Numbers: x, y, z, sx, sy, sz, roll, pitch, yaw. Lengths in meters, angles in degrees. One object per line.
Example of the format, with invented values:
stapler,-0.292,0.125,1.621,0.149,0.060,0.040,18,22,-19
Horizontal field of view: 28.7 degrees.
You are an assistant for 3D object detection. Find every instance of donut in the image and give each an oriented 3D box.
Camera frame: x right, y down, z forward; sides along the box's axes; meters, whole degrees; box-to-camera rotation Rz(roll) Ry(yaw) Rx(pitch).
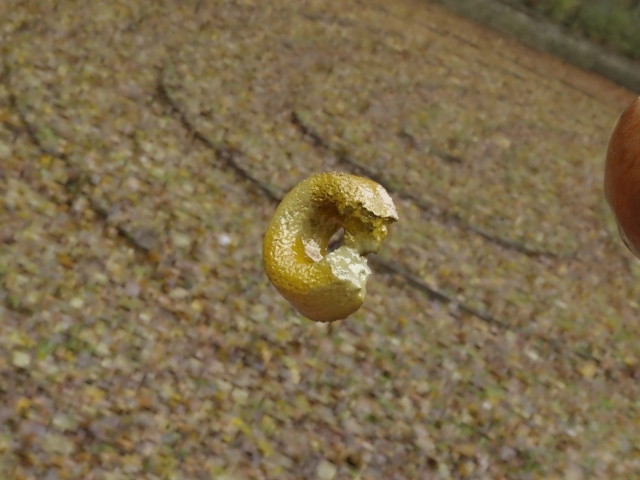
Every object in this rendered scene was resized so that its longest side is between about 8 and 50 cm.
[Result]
donut,0.000,0.000,0.875,0.097,0.108,0.043,8,-17,41

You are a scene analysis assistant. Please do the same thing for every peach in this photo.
peach,0.398,-0.048,1.248,0.214,0.214,0.235,45,-11,48
